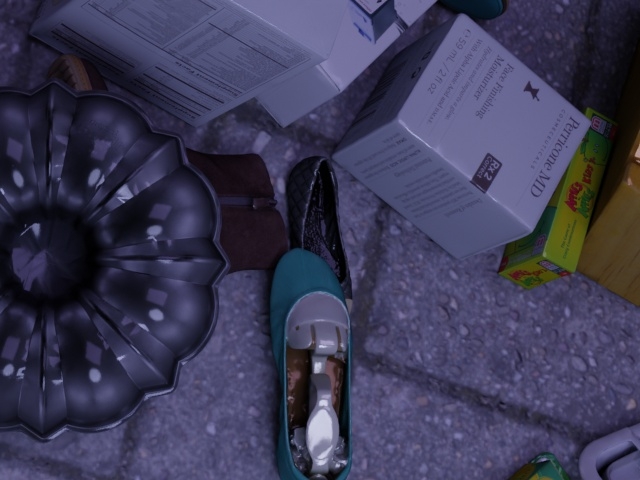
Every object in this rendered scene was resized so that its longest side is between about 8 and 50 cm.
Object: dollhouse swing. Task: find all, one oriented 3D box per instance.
[{"bbox_3d":[0.473,-0.099,1.795,0.305,0.315,0.347,21,67,2],"label":"dollhouse swing"}]

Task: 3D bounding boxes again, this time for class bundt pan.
[{"bbox_3d":[-0.239,0.016,1.444,0.330,0.124,0.331,0,88,-8],"label":"bundt pan"}]

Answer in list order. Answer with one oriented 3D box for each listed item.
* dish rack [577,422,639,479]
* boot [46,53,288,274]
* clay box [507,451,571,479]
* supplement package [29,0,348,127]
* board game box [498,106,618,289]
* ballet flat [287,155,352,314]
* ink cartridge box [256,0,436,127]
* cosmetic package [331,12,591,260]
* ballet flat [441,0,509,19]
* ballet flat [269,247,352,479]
[{"bbox_3d":[0.462,0.281,1.733,0.332,0.072,0.285,-19,43,-25],"label":"dish rack"},{"bbox_3d":[-0.149,-0.068,1.606,0.207,0.090,0.248,-12,81,-40],"label":"boot"},{"bbox_3d":[0.203,0.320,1.678,0.222,0.053,0.127,-37,95,-27],"label":"clay box"},{"bbox_3d":[-0.107,-0.262,1.546,0.198,0.262,0.199,28,66,-23],"label":"supplement package"},{"bbox_3d":[0.254,-0.044,1.772,0.043,0.092,0.181,27,67,-17],"label":"board game box"},{"bbox_3d":[0.000,0.000,1.662,0.057,0.049,0.173,-7,80,-26],"label":"ballet flat"},{"bbox_3d":[0.023,-0.215,1.677,0.082,0.139,0.191,48,63,-10],"label":"ink cartridge box"},{"bbox_3d":[0.143,-0.102,1.699,0.183,0.151,0.151,37,65,-13],"label":"cosmetic package"},{"bbox_3d":[0.113,-0.325,1.787,0.232,0.080,0.073,31,51,-17],"label":"ballet flat"},{"bbox_3d":[0.000,0.127,1.591,0.083,0.087,0.247,0,84,-18],"label":"ballet flat"}]
